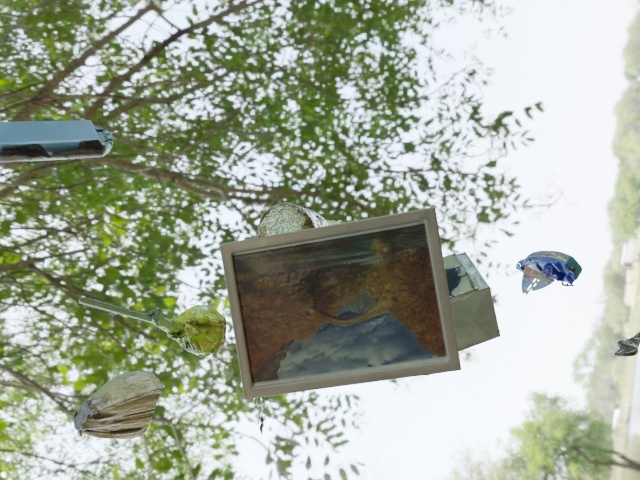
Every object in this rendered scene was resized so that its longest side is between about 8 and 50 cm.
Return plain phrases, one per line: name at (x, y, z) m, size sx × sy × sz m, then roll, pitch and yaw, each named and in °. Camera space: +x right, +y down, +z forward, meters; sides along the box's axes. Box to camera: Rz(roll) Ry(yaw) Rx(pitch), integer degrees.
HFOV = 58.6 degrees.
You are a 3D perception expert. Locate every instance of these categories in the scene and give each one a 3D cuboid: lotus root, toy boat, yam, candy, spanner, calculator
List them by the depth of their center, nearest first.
candy at (-0.106, 0.050, 0.373) m, size 0.123 × 0.035 × 0.035 m, roll 31°, pitch -95°, yaw -53°
lotus root at (-0.370, 0.297, 1.033) m, size 0.144 × 0.070 × 0.143 m, roll 7°, pitch -56°, yaw -47°
yam at (-0.041, -0.009, 1.051) m, size 0.194 × 0.107 × 0.108 m, roll 7°, pitch -89°, yaw -77°
spanner at (0.633, 0.178, 1.107) m, size 0.208 × 0.046 × 0.012 m, roll -22°, pitch -76°, yaw -30°
toy boat at (0.494, 0.078, 1.296) m, size 0.091 × 0.175 × 0.110 m, roll 45°, pitch -101°, yaw -16°
calculator at (-0.647, -0.238, 1.357) m, size 0.292 × 0.173 × 0.051 m, roll -8°, pitch -56°, yaw -27°

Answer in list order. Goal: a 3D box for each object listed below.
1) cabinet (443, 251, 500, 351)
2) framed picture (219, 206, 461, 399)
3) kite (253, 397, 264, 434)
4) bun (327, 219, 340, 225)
cabinet at (0.244, 0.141, 1.201) m, size 0.145 × 0.205 × 0.150 m, roll -104°, pitch -6°, yaw -62°
framed picture at (0.019, 0.072, 0.639) m, size 0.016 × 0.249 × 0.184 m, roll 1°, pitch -100°, yaw -82°
kite at (-0.152, 0.346, 1.359) m, size 0.245 × 0.015 × 0.141 m, roll -108°, pitch 6°, yaw -60°
bun at (0.000, 0.000, 1.234) m, size 0.069 × 0.115 × 0.115 m, roll 38°, pitch -125°, yaw -13°
